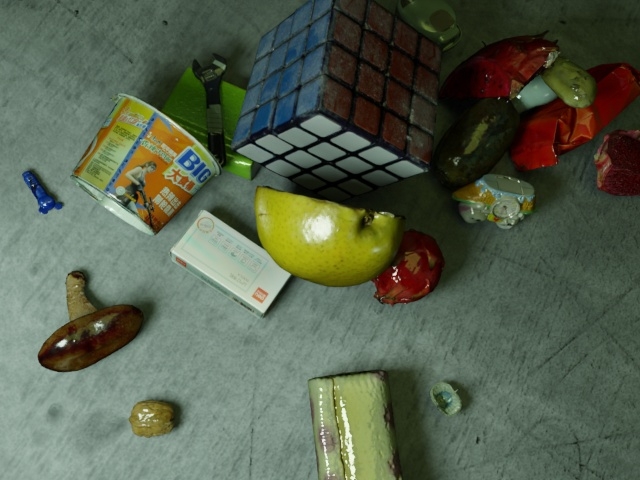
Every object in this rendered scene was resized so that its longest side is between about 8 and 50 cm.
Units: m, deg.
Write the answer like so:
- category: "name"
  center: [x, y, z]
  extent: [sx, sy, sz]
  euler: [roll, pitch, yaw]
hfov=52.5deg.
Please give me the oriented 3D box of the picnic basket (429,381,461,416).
- category: "picnic basket"
  center: [0.292, 0.373, 1.521]
  extent: [0.065, 0.083, 0.083]
  euler: [-32, 77, -14]

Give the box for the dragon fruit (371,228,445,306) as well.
- category: "dragon fruit"
  center: [0.210, 0.064, 1.566]
  extent: [0.172, 0.172, 0.209]
  euler: [29, 69, -1]

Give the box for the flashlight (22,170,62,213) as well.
- category: "flashlight"
  center: [-0.659, -0.110, 1.519]
  extent: [0.057, 0.035, 0.121]
  euler: [-28, 74, -44]

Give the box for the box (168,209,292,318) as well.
- category: "box"
  center: [-0.208, 0.055, 1.528]
  extent: [0.269, 0.079, 0.135]
  euler: [33, 67, 1]

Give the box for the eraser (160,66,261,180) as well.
- category: "eraser"
  center: [-0.251, -0.292, 1.634]
  extent: [0.274, 0.092, 0.210]
  euler: [25, 69, -1]

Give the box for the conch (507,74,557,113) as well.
- category: "conch"
  center: [0.558, -0.423, 1.798]
  extent: [0.221, 0.185, 0.120]
  euler: [-27, 107, 3]

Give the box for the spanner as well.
- category: "spanner"
  center: [-0.265, -0.319, 1.585]
  extent: [0.087, 0.024, 0.315]
  euler: [-3, 72, -8]

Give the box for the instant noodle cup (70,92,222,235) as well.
- category: "instant noodle cup"
  center: [-0.401, -0.156, 1.468]
  extent: [0.296, 0.296, 0.214]
  euler: [33, 76, 1]

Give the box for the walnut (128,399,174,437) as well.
- category: "walnut"
  center: [-0.361, 0.381, 1.388]
  extent: [0.096, 0.082, 0.078]
  euler: [2, 99, -13]

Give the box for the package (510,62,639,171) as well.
- category: "package"
  center: [0.694, -0.348, 1.786]
  extent: [0.424, 0.196, 0.123]
  euler: [-40, 104, -19]

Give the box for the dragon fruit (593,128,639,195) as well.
- category: "dragon fruit"
  center: [0.859, -0.219, 1.826]
  extent: [0.274, 0.126, 0.161]
  euler: [5, 60, -20]

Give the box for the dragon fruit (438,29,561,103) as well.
- category: "dragon fruit"
  center: [0.470, -0.472, 1.706]
  extent: [0.282, 0.344, 0.100]
  euler: [-37, 113, -15]

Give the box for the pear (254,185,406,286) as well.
- category: "pear"
  center: [0.000, 0.000, 1.451]
  extent: [0.341, 0.386, 0.191]
  euler: [13, 91, -25]

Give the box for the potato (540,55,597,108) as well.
- category: "potato"
  center: [0.629, -0.406, 1.658]
  extent: [0.105, 0.085, 0.188]
  euler: [-20, 57, -29]

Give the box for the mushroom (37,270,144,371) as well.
- category: "mushroom"
  center: [-0.527, 0.163, 1.419]
  extent: [0.227, 0.148, 0.217]
  euler: [-25, 59, -28]

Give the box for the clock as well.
- category: "clock"
  center: [0.452, -0.095, 1.685]
  extent: [0.231, 0.144, 0.103]
  euler: [12, 45, -8]

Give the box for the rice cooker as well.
- category: "rice cooker"
  center: [0.299, -0.612, 1.838]
  extent: [0.145, 0.127, 0.206]
  euler: [-36, 85, -19]

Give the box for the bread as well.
- category: "bread"
  center: [0.077, 0.454, 1.411]
  extent: [0.187, 0.155, 0.338]
  euler: [-6, 75, -5]

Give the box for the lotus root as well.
- category: "lotus root"
  center: [0.411, -0.256, 1.706]
  extent: [0.160, 0.152, 0.274]
  euler: [40, 88, -17]

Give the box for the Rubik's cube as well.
- category: "Rubik's cube"
  center: [0.044, -0.328, 1.520]
  extent: [0.344, 0.337, 0.344]
  euler: [24, 67, -32]
